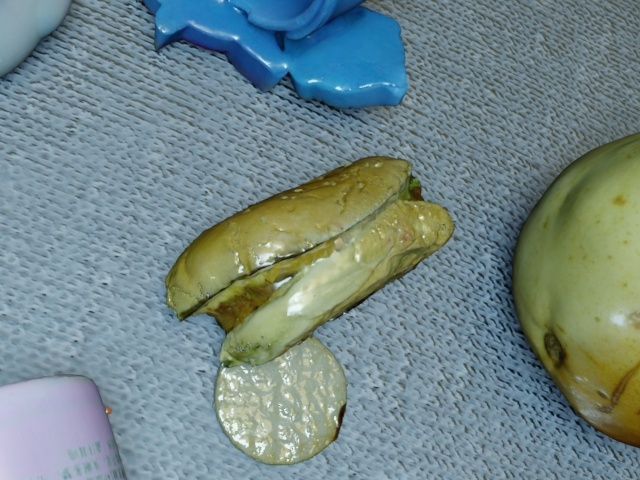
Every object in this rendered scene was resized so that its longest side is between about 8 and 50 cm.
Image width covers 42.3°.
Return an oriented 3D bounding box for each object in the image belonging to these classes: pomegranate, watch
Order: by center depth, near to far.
[{"bbox_3d":[-0.014,-0.261,0.693,0.305,0.274,0.241,47,62,5],"label":"watch"},{"bbox_3d":[0.331,0.030,0.719,0.319,0.319,0.319,7,70,-19],"label":"pomegranate"}]

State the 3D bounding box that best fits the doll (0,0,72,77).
[{"bbox_3d":[-0.291,-0.232,0.613,0.221,0.221,0.250,20,66,-14],"label":"doll"}]

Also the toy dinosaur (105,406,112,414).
[{"bbox_3d":[-0.111,0.252,0.598,0.102,0.055,0.279,-11,76,-13],"label":"toy dinosaur"}]

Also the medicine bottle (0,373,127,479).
[{"bbox_3d":[-0.185,0.244,0.503,0.178,0.178,0.290,-14,77,-25],"label":"medicine bottle"}]

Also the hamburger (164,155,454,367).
[{"bbox_3d":[0.000,0.000,0.688,0.262,0.131,0.124,-31,81,-32],"label":"hamburger"}]

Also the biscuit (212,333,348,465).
[{"bbox_3d":[-0.032,0.129,0.693,0.120,0.015,0.120,7,70,-18],"label":"biscuit"}]
